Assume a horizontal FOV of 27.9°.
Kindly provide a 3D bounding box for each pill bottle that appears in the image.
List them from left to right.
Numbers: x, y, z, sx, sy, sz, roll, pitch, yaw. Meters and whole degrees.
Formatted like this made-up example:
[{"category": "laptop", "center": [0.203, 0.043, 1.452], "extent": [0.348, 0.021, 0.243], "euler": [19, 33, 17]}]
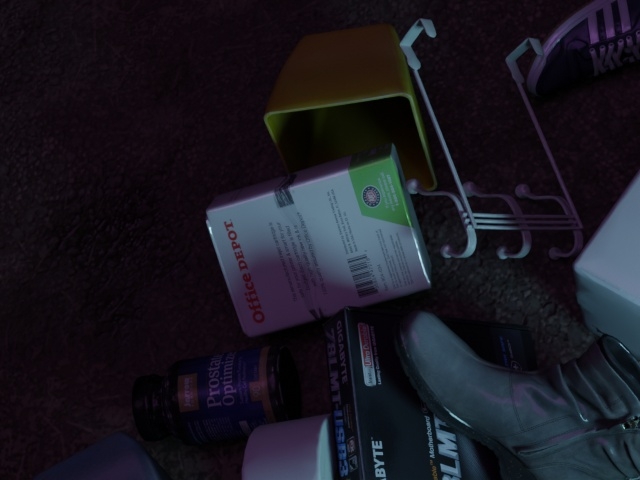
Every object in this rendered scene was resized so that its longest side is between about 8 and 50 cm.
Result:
[{"category": "pill bottle", "center": [-0.145, 0.220, 1.802], "extent": [0.219, 0.123, 0.123], "euler": [-10, 63, 11]}]

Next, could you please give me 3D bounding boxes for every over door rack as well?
[{"category": "over door rack", "center": [0.226, -0.126, 1.777], "extent": [0.108, 0.239, 0.324], "euler": [-25, 71, 47]}]

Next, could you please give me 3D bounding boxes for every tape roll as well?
[{"category": "tape roll", "center": [-0.009, 0.362, 1.603], "extent": [0.100, 0.286, 0.286], "euler": [-10, 63, 12]}]

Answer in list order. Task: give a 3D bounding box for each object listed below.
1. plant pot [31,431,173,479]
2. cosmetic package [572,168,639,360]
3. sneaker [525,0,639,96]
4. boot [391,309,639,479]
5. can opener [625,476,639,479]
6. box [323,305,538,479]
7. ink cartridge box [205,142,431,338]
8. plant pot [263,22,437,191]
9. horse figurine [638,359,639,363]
[{"category": "plant pot", "center": [-0.267, 0.406, 1.693], "extent": [0.247, 0.248, 0.252], "euler": [-29, 43, 2]}, {"category": "cosmetic package", "center": [0.523, -0.064, 1.679], "extent": [0.161, 0.230, 0.453], "euler": [33, 79, 26]}, {"category": "sneaker", "center": [0.443, -0.281, 1.878], "extent": [0.282, 0.099, 0.153], "euler": [-39, 59, -7]}, {"category": "boot", "center": [0.264, 0.168, 1.539], "extent": [0.338, 0.118, 0.222], "euler": [45, 123, -5]}, {"category": "can opener", "center": [0.362, 0.378, 1.607], "extent": [0.093, 0.074, 0.281], "euler": [-5, 66, 11]}, {"category": "box", "center": [0.157, 0.241, 1.636], "extent": [0.293, 0.073, 0.296], "euler": [9, 60, -28]}, {"category": "ink cartridge box", "center": [0.000, 0.000, 1.814], "extent": [0.272, 0.115, 0.198], "euler": [-16, 103, 9]}, {"category": "plant pot", "center": [0.051, -0.198, 1.906], "extent": [0.212, 0.212, 0.187], "euler": [-7, 51, 13]}, {"category": "horse figurine", "center": [0.427, 0.242, 1.606], "extent": [0.263, 0.174, 0.066], "euler": [42, 123, 26]}]
